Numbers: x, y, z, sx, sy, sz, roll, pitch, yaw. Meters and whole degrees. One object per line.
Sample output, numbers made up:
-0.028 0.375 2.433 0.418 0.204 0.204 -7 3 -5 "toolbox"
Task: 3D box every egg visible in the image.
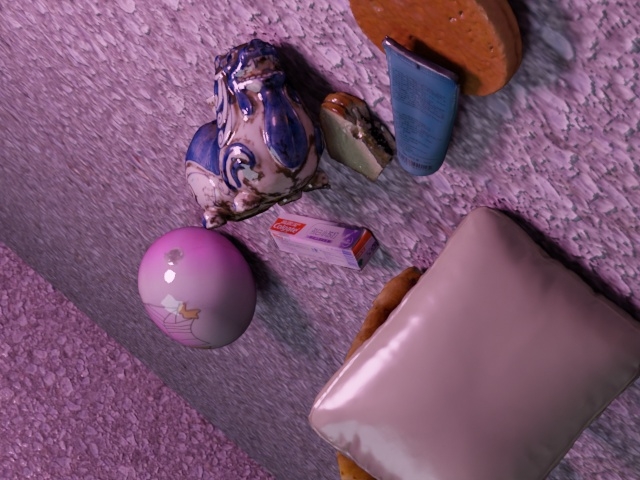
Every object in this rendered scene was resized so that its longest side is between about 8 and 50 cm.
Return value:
-0.208 0.090 1.810 0.196 0.196 0.271 33 151 21 "egg"

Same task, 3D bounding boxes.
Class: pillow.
0.171 0.153 1.149 0.255 0.322 0.120 39 -170 7 "pillow"

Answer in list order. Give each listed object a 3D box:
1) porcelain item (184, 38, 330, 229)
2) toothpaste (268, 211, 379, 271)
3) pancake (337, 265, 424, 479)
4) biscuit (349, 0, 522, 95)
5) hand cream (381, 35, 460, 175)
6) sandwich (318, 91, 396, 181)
-0.092 -0.121 1.274 0.288 0.138 0.186 160 90 -73 "porcelain item"
0.000 0.000 1.483 0.196 0.047 0.040 13 149 51 "toothpaste"
0.145 0.246 1.292 0.305 0.427 0.067 31 145 -17 "pancake"
0.056 -0.234 0.926 0.289 0.044 0.202 39 166 7 "biscuit"
0.098 -0.123 1.038 0.083 0.048 0.224 33 165 15 "hand cream"
0.041 -0.119 1.192 0.093 0.036 0.105 27 154 34 "sandwich"
